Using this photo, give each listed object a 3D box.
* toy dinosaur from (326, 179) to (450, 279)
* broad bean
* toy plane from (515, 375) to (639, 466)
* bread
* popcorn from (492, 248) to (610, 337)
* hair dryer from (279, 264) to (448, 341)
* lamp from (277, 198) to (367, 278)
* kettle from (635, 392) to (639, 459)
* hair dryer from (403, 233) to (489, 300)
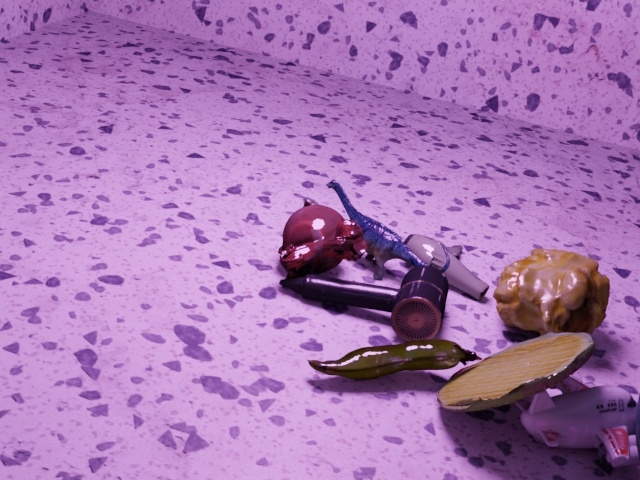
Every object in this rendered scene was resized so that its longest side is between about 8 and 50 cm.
[{"bbox_3d":[0.130,0.006,2.059,0.363,0.147,0.076,37,38,29],"label":"toy dinosaur"},{"bbox_3d":[0.141,0.222,1.697,0.338,0.061,0.077,-5,11,-14],"label":"broad bean"},{"bbox_3d":[0.465,0.311,1.611,0.252,0.118,0.252,12,27,-6],"label":"toy plane"},{"bbox_3d":[0.347,0.238,1.617,0.301,0.045,0.301,-24,1,1],"label":"bread"},{"bbox_3d":[0.493,0.120,1.931,0.256,0.195,0.255,6,17,-12],"label":"popcorn"},{"bbox_3d":[0.089,0.104,1.904,0.352,0.107,0.189,10,23,10],"label":"hair dryer"},{"bbox_3d":[0.006,0.007,1.982,0.215,0.151,0.223,-25,38,17],"label":"lamp"},{"bbox_3d":[0.601,0.342,1.427,0.319,0.247,0.342,47,40,-9],"label":"kettle"},{"bbox_3d":[0.321,0.066,2.112,0.224,0.088,0.219,7,29,-44],"label":"hair dryer"}]
